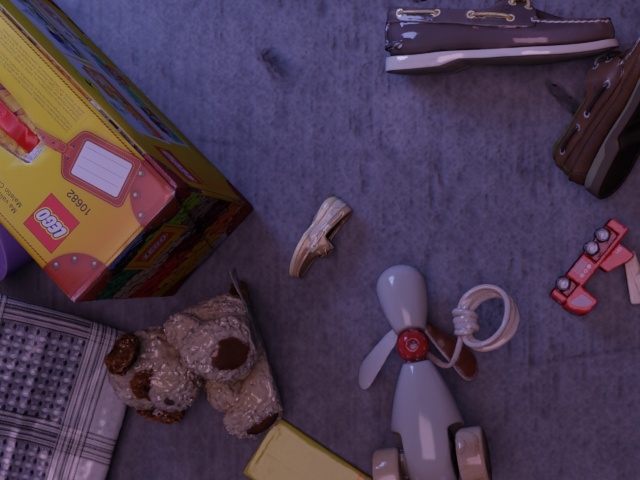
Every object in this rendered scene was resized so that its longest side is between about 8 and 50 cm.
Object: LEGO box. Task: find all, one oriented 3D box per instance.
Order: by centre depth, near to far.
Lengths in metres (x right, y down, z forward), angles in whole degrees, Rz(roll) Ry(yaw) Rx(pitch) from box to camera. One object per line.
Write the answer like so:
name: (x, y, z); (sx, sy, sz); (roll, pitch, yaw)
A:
LEGO box: (-0.365, -0.159, 1.477); (0.193, 0.372, 0.500); (-46, 80, 7)

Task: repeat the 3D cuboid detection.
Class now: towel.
towel: (-0.444, 0.252, 1.562); (0.312, 0.056, 0.324); (19, 90, -21)
towel: (0.009, 0.364, 1.566); (0.237, 0.021, 0.102); (32, 89, 11)

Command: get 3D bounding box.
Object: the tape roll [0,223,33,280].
tape roll: (-0.496, -0.038, 1.590); (0.189, 0.189, 0.080); (44, 53, 9)

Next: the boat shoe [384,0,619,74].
boat shoe: (0.248, -0.291, 1.495); (0.324, 0.116, 0.097); (-2, 91, 17)

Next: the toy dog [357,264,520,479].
toy dog: (0.151, 0.216, 1.499); (0.220, 0.161, 0.334); (10, 75, 14)

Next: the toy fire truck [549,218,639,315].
toy fire truck: (0.425, 0.042, 1.481); (0.135, 0.047, 0.192); (38, 96, 9)

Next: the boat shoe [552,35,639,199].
boat shoe: (0.398, -0.205, 1.416); (0.104, 0.110, 0.307); (41, 123, 29)

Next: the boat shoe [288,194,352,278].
boat shoe: (0.000, 0.000, 1.563); (0.045, 0.050, 0.135); (30, 94, 16)

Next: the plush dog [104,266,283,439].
plush dog: (-0.195, 0.167, 1.531); (0.225, 0.262, 0.211); (-18, 51, 0)
